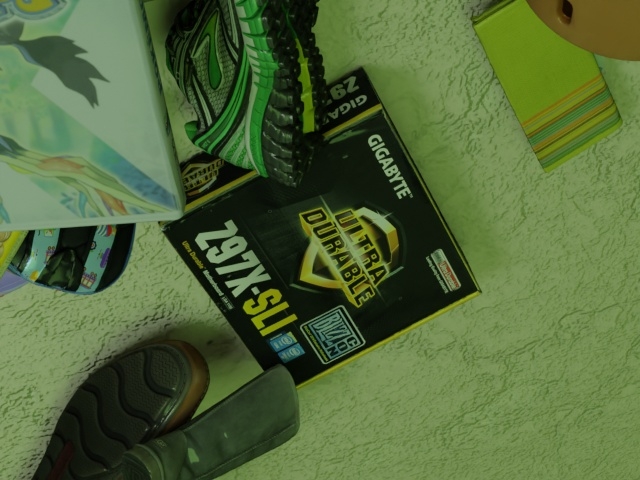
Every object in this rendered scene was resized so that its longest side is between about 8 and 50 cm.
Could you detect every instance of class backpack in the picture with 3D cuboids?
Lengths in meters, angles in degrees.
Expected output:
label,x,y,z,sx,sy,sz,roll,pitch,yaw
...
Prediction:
label,x,y,z,sx,sy,sz,roll,pitch,yaw
backpack,-0.248,-0.036,1.591,0.158,0.173,0.117,15,165,-36

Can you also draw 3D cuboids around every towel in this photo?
label,x,y,z,sx,sy,sz,roll,pitch,yaw
towel,0.236,-0.172,1.762,0.102,0.021,0.237,-33,135,2

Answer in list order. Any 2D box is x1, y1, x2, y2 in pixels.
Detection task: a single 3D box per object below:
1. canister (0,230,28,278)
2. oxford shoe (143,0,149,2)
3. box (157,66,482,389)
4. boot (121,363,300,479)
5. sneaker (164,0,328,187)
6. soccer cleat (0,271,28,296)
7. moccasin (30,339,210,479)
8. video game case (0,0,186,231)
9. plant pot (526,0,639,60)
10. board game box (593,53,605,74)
label,x,y,z,sx,sy,sz,roll,pitch,yaw
canister,-0.296,-0.052,1.484,0.170,0.126,0.073,-60,170,0
oxford shoe,-0.276,-0.186,1.395,0.449,0.130,0.169,-8,168,10
box,0.000,0.000,1.812,0.257,0.079,0.322,-26,135,5
boot,-0.117,0.245,1.842,0.208,0.076,0.190,-31,143,-39
sneaker,-0.083,-0.193,1.546,0.146,0.134,0.343,12,134,15
soccer cleat,-0.371,0.042,1.700,0.248,0.083,0.095,-24,140,-4
moccasin,-0.224,0.258,1.919,0.147,0.139,0.380,3,127,-42
video game case,-0.291,-0.128,1.337,0.329,0.036,0.300,-4,129,6
plant pot,0.296,-0.301,1.535,0.291,0.291,0.203,-9,150,-15
board game box,0.248,-0.195,1.772,0.090,0.020,0.090,-21,135,-3
